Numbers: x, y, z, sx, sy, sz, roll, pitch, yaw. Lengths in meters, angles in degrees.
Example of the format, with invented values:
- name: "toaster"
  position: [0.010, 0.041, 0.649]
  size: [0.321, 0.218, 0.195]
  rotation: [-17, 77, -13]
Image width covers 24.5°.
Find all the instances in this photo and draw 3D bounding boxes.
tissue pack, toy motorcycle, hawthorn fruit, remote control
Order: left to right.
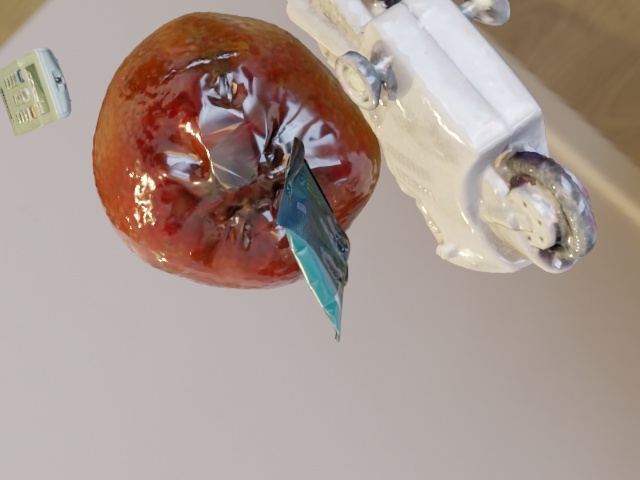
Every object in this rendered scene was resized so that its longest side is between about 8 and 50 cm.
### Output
- name: "remote control"
  position: [-0.240, -0.124, 1.236]
  size: [0.162, 0.029, 0.061]
  rotation: [-3, 108, 64]
- name: "hawthorn fruit"
  position: [-0.088, -0.084, 1.499]
  size: [0.295, 0.295, 0.311]
  rotation: [32, 175, 5]
- name: "tissue pack"
  position: [0.000, 0.000, 1.084]
  size: [0.028, 0.085, 0.138]
  rotation: [-10, 136, 18]
- name: "toy motorcycle"
  position: [0.075, -0.073, 0.945]
  size: [0.260, 0.110, 0.171]
  rotation: [50, 160, 15]
